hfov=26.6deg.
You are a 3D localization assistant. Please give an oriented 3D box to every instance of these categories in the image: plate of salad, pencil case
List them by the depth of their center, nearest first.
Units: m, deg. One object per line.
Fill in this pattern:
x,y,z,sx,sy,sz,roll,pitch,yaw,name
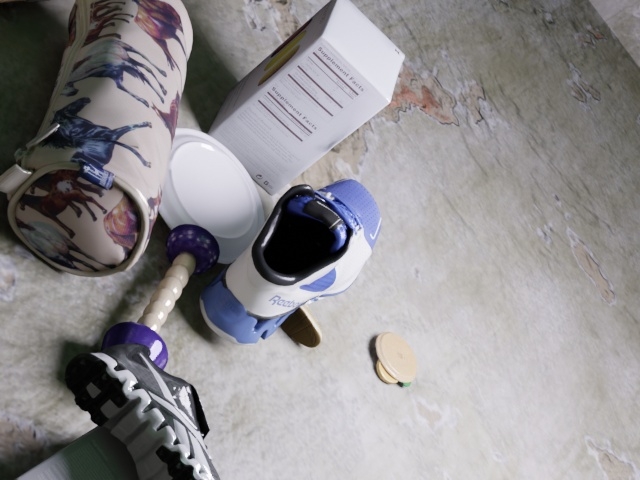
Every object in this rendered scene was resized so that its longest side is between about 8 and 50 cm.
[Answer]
-0.260,-0.157,1.634,0.183,0.159,0.410,48,31,-34,pencil case
-0.154,-0.055,1.770,0.199,0.048,0.200,30,43,-33,plate of salad

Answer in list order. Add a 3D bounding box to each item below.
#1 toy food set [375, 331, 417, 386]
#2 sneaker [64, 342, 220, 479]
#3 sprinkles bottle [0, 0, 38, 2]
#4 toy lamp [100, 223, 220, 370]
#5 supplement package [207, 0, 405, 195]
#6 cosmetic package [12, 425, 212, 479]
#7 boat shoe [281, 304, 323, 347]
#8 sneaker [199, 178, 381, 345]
0.106,0.167,1.908,0.082,0.020,0.083,17,47,-43,toy food set
-0.140,0.190,1.306,0.234,0.078,0.106,52,35,5,sneaker
-0.355,-0.370,1.752,0.121,0.121,0.355,57,33,7,sprinkles bottle
-0.189,0.081,1.576,0.080,0.080,0.275,42,35,-16,toy lamp
-0.020,-0.203,1.892,0.134,0.244,0.139,41,34,-17,supplement package
-0.230,0.248,1.330,0.107,0.127,0.238,56,35,6,cosmetic package
-0.039,0.080,1.784,0.135,0.050,0.045,51,39,-2,boat shoe
-0.001,0.000,1.706,0.127,0.182,0.315,47,45,5,sneaker
